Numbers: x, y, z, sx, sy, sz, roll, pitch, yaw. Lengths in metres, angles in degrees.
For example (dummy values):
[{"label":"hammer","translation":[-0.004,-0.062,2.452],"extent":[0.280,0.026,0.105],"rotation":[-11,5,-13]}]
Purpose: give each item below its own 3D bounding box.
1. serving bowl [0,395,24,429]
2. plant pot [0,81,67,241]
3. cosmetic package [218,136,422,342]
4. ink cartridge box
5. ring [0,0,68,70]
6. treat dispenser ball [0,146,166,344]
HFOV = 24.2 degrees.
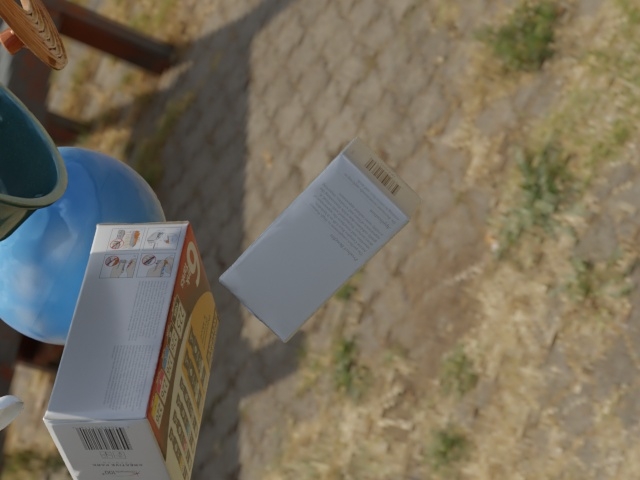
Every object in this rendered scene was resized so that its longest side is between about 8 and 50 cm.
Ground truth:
[{"label":"serving bowl","translation":[-0.482,0.257,2.224],"extent":[0.027,0.083,0.083],"rotation":[48,119,15]},{"label":"plant pot","translation":[-0.534,-0.042,1.747],"extent":[0.334,0.341,0.341],"rotation":[-47,38,16]},{"label":"cosmetic package","translation":[0.000,0.000,1.784],"extent":[0.231,0.117,0.085],"rotation":[-44,2,23]},{"label":"ink cartridge box","translation":[-0.219,0.178,1.883],"extent":[0.130,0.272,0.309],"rotation":[-1,48,10]},{"label":"ring","translation":[-0.331,-0.285,1.311],"extent":[0.032,0.336,0.336],"rotation":[-34,39,2]},{"label":"treat dispenser ball","translation":[-0.363,0.008,2.168],"extent":[0.288,0.288,0.288],"rotation":[-32,48,44]}]
